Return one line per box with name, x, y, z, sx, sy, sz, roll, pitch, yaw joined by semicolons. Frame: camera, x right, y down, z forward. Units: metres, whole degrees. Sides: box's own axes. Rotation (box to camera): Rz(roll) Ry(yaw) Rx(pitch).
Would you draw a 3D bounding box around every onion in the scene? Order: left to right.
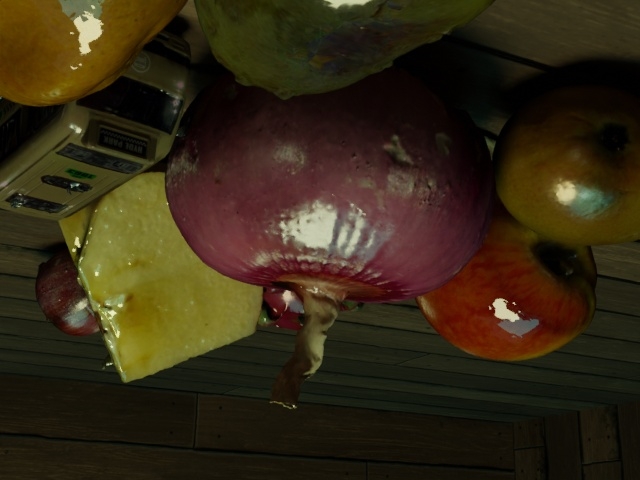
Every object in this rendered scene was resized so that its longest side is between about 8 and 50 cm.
onion;-0.398;0.076;1.613;0.195;0.159;0.159;-28;152;17
onion;0.004;-0.034;1.019;0.358;0.345;0.358;16;-168;-3

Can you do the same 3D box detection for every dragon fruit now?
dragon fruit;-0.027;0.048;1.465;0.218;0.198;0.273;-18;-179;19

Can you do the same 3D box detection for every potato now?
potato;0.013;-0.213;0.675;0.210;0.173;0.307;11;157;-31

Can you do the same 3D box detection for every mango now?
mango;0.316;-0.073;1.081;0.211;0.173;0.317;-5;167;19

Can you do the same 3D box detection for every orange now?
orange;-0.182;-0.202;0.588;0.183;0.249;0.249;-8;169;-34

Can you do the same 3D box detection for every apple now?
apple;-0.249;0.019;1.269;0.314;0.252;0.309;3;121;22

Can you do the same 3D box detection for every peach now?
peach;0.257;0.055;1.332;0.281;0.238;0.281;19;151;11

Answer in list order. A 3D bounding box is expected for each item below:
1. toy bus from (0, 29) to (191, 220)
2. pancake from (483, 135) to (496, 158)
toy bus;-0.259;-0.124;0.977;0.139;0.157;0.289;15;157;-37
pancake;0.163;-0.111;1.195;0.139;0.022;0.139;1;162;0
